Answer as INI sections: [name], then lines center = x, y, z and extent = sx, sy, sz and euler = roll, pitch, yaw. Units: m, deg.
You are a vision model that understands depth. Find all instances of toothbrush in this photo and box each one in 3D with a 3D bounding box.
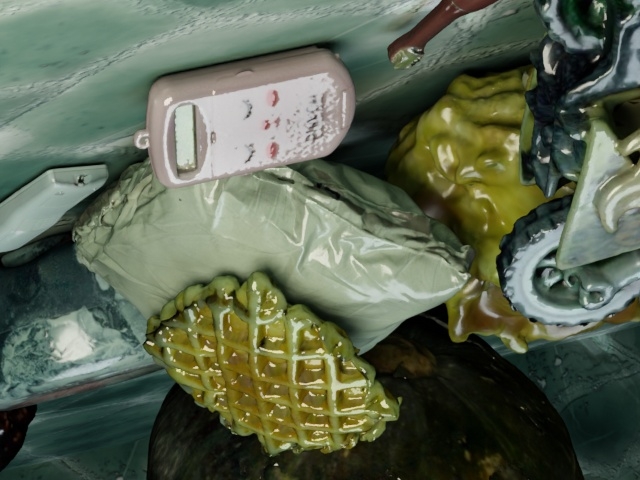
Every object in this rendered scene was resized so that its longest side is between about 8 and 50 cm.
[toothbrush]
center = 0.126, -0.190, 1.338
extent = 0.041, 0.041, 0.364
euler = -11, 168, -26

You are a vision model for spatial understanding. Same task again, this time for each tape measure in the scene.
[tape measure]
center = -0.232, 0.071, 1.898
extent = 0.256, 0.147, 0.275
euler = -18, 174, 24

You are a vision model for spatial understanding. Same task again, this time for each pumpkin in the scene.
[pumpkin]
center = 0.044, 0.246, 1.927
extent = 0.454, 0.454, 0.344
euler = -11, 127, -23

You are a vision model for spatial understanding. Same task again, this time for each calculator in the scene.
[calculator]
center = -0.057, -0.093, 1.481
extent = 0.175, 0.032, 0.100
euler = -13, 134, -15

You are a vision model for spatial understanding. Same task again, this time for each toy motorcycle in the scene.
[toy motorcycle]
center = 0.256, -0.090, 1.469
extent = 0.237, 0.169, 0.410
euler = -11, 138, -10

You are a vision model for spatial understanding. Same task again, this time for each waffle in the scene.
[waffle]
center = -0.045, 0.108, 1.634
extent = 0.208, 0.054, 0.214
euler = 40, 145, -25

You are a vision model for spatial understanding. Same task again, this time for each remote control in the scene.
[remote control]
center = -0.243, -0.026, 1.681
extent = 0.061, 0.029, 0.162
euler = -10, 168, -39

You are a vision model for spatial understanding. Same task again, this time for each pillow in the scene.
[pillow]
center = -0.059, 0.007, 1.670
extent = 0.283, 0.138, 0.310
euler = 28, 150, -17

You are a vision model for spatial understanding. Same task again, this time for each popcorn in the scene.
[popcorn]
center = 0.179, -0.034, 1.718
extent = 0.270, 0.258, 0.224
euler = 28, -154, 34

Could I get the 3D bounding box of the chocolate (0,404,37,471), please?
[chocolate]
center = -0.446, 0.157, 2.153
extent = 0.224, 0.206, 0.177
euler = -25, 126, -2

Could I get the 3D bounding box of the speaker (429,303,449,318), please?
[speaker]
center = 0.115, 0.008, 2.165
extent = 0.388, 0.184, 0.180
euler = -6, 170, 8
